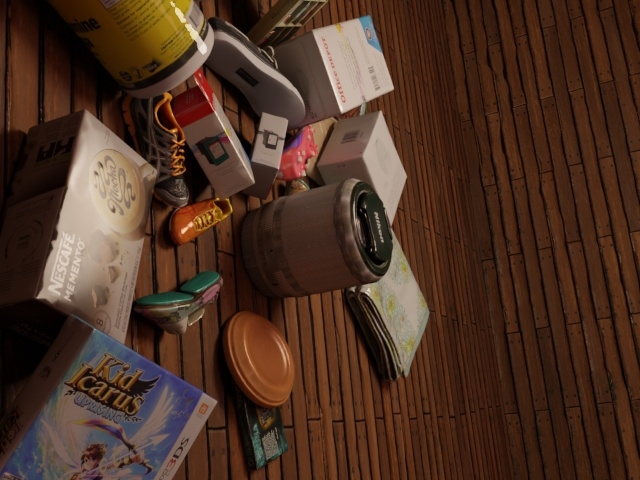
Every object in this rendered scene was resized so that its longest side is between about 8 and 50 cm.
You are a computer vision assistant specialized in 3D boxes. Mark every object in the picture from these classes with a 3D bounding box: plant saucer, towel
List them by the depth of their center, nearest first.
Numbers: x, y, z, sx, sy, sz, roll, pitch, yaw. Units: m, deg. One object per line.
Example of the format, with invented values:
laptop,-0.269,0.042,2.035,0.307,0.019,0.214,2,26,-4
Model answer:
plant saucer,-0.112,0.227,1.468,0.200,0.037,0.200,44,30,-34
towel,0.200,0.173,2.136,0.321,0.090,0.374,67,27,-23

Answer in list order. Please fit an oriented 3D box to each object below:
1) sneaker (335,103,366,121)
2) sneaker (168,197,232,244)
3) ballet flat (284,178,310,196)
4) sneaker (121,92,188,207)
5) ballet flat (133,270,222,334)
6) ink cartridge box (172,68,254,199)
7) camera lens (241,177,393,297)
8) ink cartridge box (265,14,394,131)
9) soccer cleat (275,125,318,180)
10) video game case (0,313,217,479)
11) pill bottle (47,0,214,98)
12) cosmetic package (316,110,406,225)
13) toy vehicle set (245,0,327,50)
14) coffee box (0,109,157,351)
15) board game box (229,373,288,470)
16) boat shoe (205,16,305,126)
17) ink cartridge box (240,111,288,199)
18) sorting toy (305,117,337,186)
sneaker,0.091,-0.438,2.158,0.121,0.108,0.302,37,41,-54
sneaker,-0.222,-0.044,1.387,0.175,0.067,0.064,-50,125,-58
ballet flat,-0.030,-0.076,1.822,0.206,0.073,0.067,42,70,-47
sneaker,-0.274,-0.160,1.316,0.215,0.083,0.084,71,24,-16
ballet flat,-0.236,0.114,1.290,0.221,0.076,0.079,-28,123,-64
ink cartridge box,-0.212,-0.209,1.419,0.231,0.078,0.134,62,3,-27
camera lens,0.000,0.000,1.582,0.219,0.274,0.219,38,46,-53
ink cartridge box,0.010,-0.405,1.824,0.270,0.197,0.198,-34,108,-51
soccer cleat,-0.066,-0.210,1.779,0.248,0.095,0.083,-73,155,-60
video game case,-0.288,0.263,0.985,0.244,0.061,0.269,-60,140,-15
pill bottle,-0.331,-0.403,1.188,0.334,0.187,0.188,53,34,-40
cosmetic package,0.115,-0.182,1.997,0.225,0.138,0.224,63,32,-32
toy vehicle set,-0.055,-0.539,1.743,0.035,0.267,0.166,52,28,2
coffee box,-0.345,-0.007,1.051,0.168,0.118,0.297,46,39,-49
board game box,-0.120,0.337,1.467,0.126,0.026,0.186,-6,84,-64
boat shoe,-0.144,-0.370,1.656,0.306,0.113,0.105,32,42,-36
ink cartridge box,-0.120,-0.181,1.608,0.109,0.063,0.150,117,-15,-50
sorting toy,0.001,-0.243,1.987,0.193,0.038,0.208,31,56,-57
